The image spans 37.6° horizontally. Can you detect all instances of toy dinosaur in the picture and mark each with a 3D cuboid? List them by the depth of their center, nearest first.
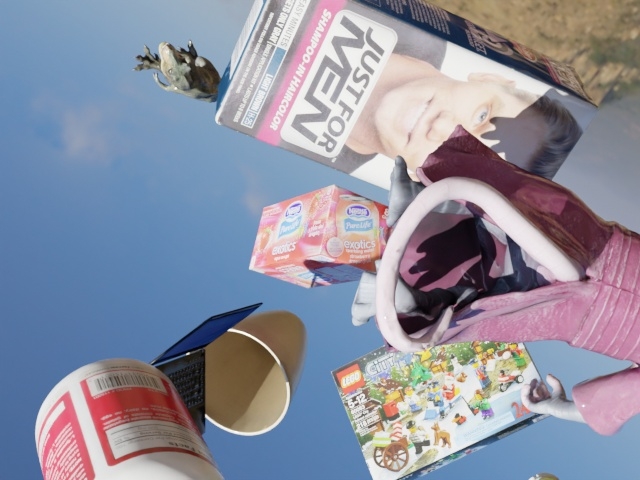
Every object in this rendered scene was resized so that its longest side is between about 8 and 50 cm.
[{"bbox_3d":[-0.159,-0.209,1.196,0.118,0.064,0.268,35,-168,20],"label":"toy dinosaur"}]

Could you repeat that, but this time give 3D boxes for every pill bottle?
[{"bbox_3d":[-0.253,0.349,1.296,0.229,0.229,0.408,30,-173,-31],"label":"pill bottle"}]

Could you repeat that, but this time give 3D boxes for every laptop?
[{"bbox_3d":[-0.207,0.251,1.698,0.137,0.264,0.234,1,-177,19],"label":"laptop"}]

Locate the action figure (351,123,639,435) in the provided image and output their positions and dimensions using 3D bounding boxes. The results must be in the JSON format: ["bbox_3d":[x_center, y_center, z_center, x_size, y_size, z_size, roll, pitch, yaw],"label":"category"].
[{"bbox_3d":[0.227,0.024,0.744,0.370,0.248,0.276,18,174,1],"label":"action figure"}]

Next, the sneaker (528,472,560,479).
[{"bbox_3d":[0.329,0.410,1.236,0.094,0.081,0.208,75,170,-76],"label":"sneaker"}]

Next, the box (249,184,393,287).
[{"bbox_3d":[0.000,0.000,1.881,0.154,0.142,0.300,20,163,-26],"label":"box"}]

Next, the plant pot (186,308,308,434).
[{"bbox_3d":[-0.136,0.267,2.167,0.256,0.256,0.274,38,-151,6],"label":"plant pot"}]

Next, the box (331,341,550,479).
[{"bbox_3d":[0.147,0.184,1.147,0.159,0.233,0.044,67,-170,27],"label":"box"}]

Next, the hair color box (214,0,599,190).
[{"bbox_3d":[0.085,-0.149,0.964,0.347,0.174,0.105,19,-150,-15],"label":"hair color box"}]
